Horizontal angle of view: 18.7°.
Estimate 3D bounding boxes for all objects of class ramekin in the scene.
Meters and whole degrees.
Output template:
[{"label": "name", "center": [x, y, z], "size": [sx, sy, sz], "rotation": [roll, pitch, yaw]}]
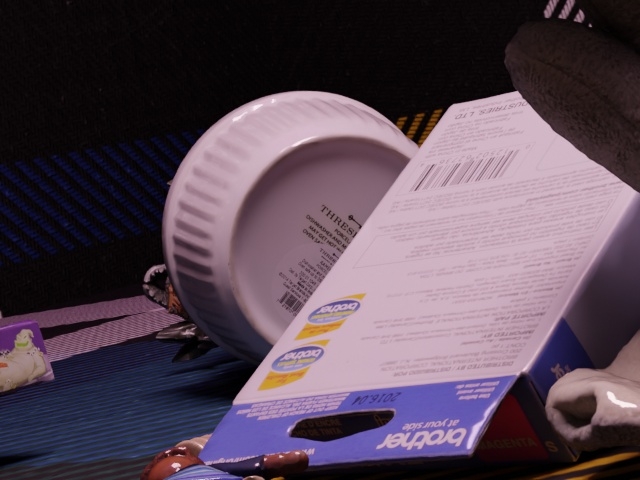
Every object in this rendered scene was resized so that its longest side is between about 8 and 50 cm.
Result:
[{"label": "ramekin", "center": [0.000, 0.000, 1.373], "size": [0.207, 0.207, 0.109], "rotation": [-12, 12, -15]}]

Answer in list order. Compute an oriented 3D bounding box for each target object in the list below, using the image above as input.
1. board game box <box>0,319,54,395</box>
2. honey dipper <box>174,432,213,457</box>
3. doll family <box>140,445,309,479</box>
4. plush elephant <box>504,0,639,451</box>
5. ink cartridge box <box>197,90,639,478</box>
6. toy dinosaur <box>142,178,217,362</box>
[{"label": "board game box", "center": [-0.359, 0.130, 1.314], "size": [0.208, 0.056, 0.347], "rotation": [-8, -9, -43]}, {"label": "honey dipper", "center": [-0.018, 0.106, 1.010], "size": [0.030, 0.030, 0.161], "rotation": [-10, -1, 36]}, {"label": "doll family", "center": [-0.093, 0.115, 0.663], "size": [0.193, 0.076, 0.111], "rotation": [-7, -3, -13]}, {"label": "plush elephant", "center": [0.205, -0.035, 0.762], "size": [0.272, 0.330, 0.255], "rotation": [-14, 29, 21]}, {"label": "ink cartridge box", "center": [0.083, 0.024, 0.962], "size": [0.186, 0.065, 0.311], "rotation": [-10, 29, 42]}, {"label": "toy dinosaur", "center": [-0.019, 0.042, 1.568], "size": [0.218, 0.164, 0.322], "rotation": [11, -13, 44]}]
